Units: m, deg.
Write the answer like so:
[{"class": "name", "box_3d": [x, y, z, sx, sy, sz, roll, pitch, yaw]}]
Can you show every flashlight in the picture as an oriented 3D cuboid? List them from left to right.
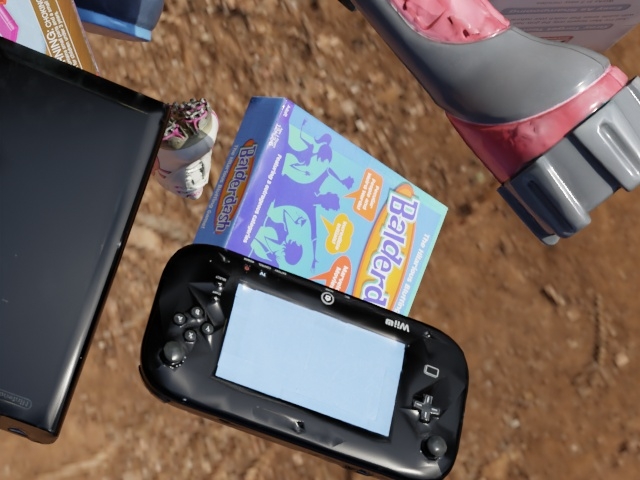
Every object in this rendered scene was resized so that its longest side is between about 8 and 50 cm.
[{"class": "flashlight", "box_3d": [0.070, -0.142, 0.848, 0.103, 0.103, 0.304, -38, 90, -7]}]

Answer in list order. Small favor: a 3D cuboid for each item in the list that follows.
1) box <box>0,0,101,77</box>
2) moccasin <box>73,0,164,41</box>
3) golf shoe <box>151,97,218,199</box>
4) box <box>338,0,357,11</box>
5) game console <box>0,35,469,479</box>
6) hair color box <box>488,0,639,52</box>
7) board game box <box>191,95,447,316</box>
[{"class": "box", "box_3d": [-0.247, -0.117, 0.915, 0.201, 0.057, 0.293, -24, 127, -10]}, {"class": "moccasin", "box_3d": [-0.248, -0.244, 1.105, 0.117, 0.342, 0.137, -65, 154, 3]}, {"class": "golf shoe", "box_3d": [-0.119, -0.079, 1.352, 0.067, 0.186, 0.086, -31, 101, -11]}, {"class": "box", "box_3d": [0.000, -0.422, 1.650, 0.322, 0.257, 0.079, 43, 138, 5]}, {"class": "game console", "box_3d": [-0.076, 0.032, 0.883, 0.361, 0.213, 0.044, 21, 157, -13]}, {"class": "hair color box", "box_3d": [0.214, -0.260, 1.220, 0.185, 0.114, 0.374, -4, 167, -15]}, {"class": "board game box", "box_3d": [0.000, 0.000, 1.242, 0.210, 0.047, 0.160, 30, 75, -40]}]
